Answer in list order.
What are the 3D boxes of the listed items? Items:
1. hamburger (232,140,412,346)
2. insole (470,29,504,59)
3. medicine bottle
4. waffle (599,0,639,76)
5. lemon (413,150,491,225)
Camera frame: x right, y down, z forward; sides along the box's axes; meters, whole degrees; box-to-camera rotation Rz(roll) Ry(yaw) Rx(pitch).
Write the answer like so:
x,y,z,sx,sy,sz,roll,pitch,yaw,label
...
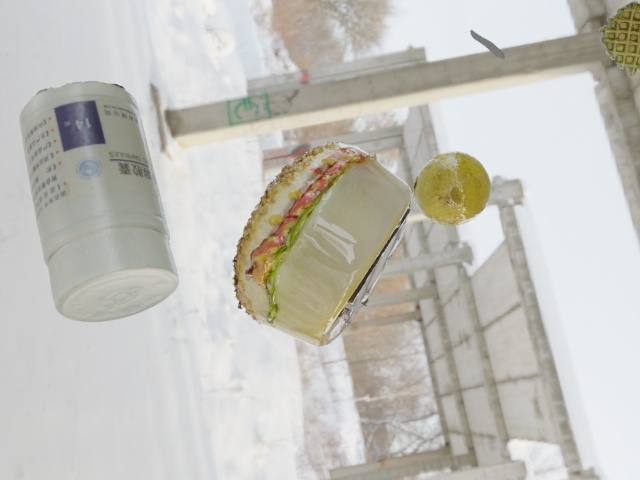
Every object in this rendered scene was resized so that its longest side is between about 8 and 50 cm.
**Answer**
x,y,z,sx,sy,sz,roll,pitch,yaw,label
0.000,0.000,0.972,0.276,0.179,0.294,-55,168,-14,hamburger
0.431,-0.508,1.874,0.135,0.002,0.045,50,-6,37,insole
-0.343,-0.057,1.122,0.190,0.189,0.332,81,-8,-72,medicine bottle
0.826,-0.527,1.877,0.184,0.169,0.036,54,25,-6,waffle
0.301,-0.117,1.656,0.206,0.173,0.174,-35,117,-64,lemon
